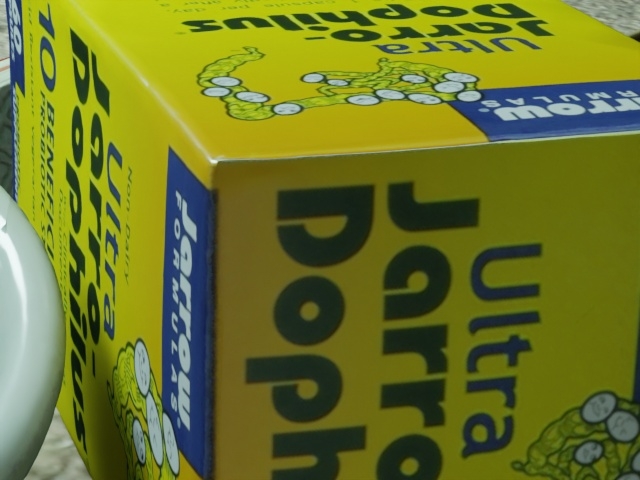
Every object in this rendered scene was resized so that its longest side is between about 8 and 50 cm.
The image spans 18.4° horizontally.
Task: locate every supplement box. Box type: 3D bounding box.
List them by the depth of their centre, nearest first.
[{"bbox_3d":[0.000,0.000,0.778,0.195,0.194,0.356,-5,21,-18],"label":"supplement box"}]

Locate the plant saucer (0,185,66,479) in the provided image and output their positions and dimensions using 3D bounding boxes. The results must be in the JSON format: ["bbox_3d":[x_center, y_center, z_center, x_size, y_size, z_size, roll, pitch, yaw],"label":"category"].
[{"bbox_3d":[-0.290,0.060,0.677,0.400,0.100,0.400,5,31,-3],"label":"plant saucer"}]

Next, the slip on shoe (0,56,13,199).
[{"bbox_3d":[-0.103,-0.074,1.108,0.101,0.123,0.331,-1,15,42],"label":"slip on shoe"}]

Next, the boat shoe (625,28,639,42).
[{"bbox_3d":[0.151,-0.083,1.167,0.285,0.089,0.104,-16,26,-38],"label":"boat shoe"}]
